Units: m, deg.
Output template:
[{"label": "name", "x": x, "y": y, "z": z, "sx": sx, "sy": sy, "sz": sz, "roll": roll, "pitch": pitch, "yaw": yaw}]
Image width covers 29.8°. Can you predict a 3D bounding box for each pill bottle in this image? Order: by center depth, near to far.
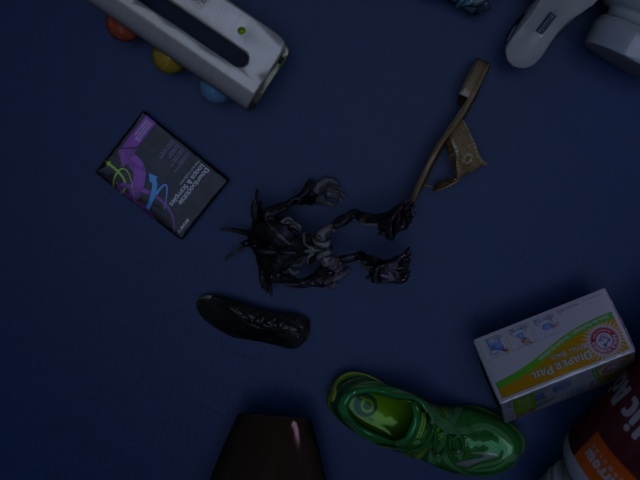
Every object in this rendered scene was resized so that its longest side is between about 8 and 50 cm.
[{"label": "pill bottle", "x": 0.489, "y": -0.374, "z": 1.643, "sx": 0.169, "sy": 0.169, "sz": 0.301, "roll": 29, "pitch": 95, "yaw": -1}, {"label": "pill bottle", "x": 0.476, "y": 0.280, "z": 1.643, "sx": 0.224, "sy": 0.224, "sz": 0.392, "roll": 37, "pitch": 111, "yaw": -2}]

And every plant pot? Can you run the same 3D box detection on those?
[{"label": "plant pot", "x": -0.076, "y": 0.367, "z": 1.723, "sx": 0.215, "sy": 0.215, "sz": 0.230, "roll": 4, "pitch": 82, "yaw": 1}]

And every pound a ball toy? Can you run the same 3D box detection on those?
[{"label": "pound a ball toy", "x": -0.209, "y": -0.305, "z": 1.651, "sx": 0.319, "sy": 0.208, "sz": 0.135, "roll": 34, "pitch": 95, "yaw": -2}]

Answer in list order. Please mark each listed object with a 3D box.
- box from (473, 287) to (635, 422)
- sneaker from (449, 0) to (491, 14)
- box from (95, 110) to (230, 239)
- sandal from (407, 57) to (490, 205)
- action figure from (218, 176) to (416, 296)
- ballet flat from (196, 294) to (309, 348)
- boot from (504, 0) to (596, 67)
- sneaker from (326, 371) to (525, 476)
[{"label": "box", "x": 0.333, "y": 0.165, "z": 1.708, "sx": 0.203, "sy": 0.114, "sz": 0.103, "roll": -22, "pitch": 64, "yaw": 3}, {"label": "sneaker", "x": 0.190, "y": -0.371, "z": 1.686, "sx": 0.283, "sy": 0.110, "sz": 0.122, "roll": -9, "pitch": 106, "yaw": 7}, {"label": "box", "x": -0.231, "y": -0.094, "z": 1.760, "sx": 0.162, "sy": 0.029, "sz": 0.116, "roll": 38, "pitch": 95, "yaw": -3}, {"label": "sandal", "x": 0.207, "y": -0.137, "z": 1.713, "sx": 0.079, "sy": 0.088, "sz": 0.240, "roll": 25, "pitch": 90, "yaw": 5}, {"label": "action figure", "x": 0.000, "y": 0.000, "z": 1.712, "sx": 0.276, "sy": 0.141, "sz": 0.164, "roll": 4, "pitch": 105, "yaw": 28}, {"label": "ballet flat", "x": -0.100, "y": 0.117, "z": 1.775, "sx": 0.173, "sy": 0.049, "sz": 0.057, "roll": 18, "pitch": 128, "yaw": 4}, {"label": "boot", "x": 0.323, "y": -0.328, "z": 1.669, "sx": 0.069, "sy": 0.086, "sz": 0.190, "roll": 38, "pitch": 113, "yaw": -12}, {"label": "sneaker", "x": 0.149, "y": 0.278, "z": 1.734, "sx": 0.296, "sy": 0.123, "sz": 0.109, "roll": 16, "pitch": 95, "yaw": 0}]
